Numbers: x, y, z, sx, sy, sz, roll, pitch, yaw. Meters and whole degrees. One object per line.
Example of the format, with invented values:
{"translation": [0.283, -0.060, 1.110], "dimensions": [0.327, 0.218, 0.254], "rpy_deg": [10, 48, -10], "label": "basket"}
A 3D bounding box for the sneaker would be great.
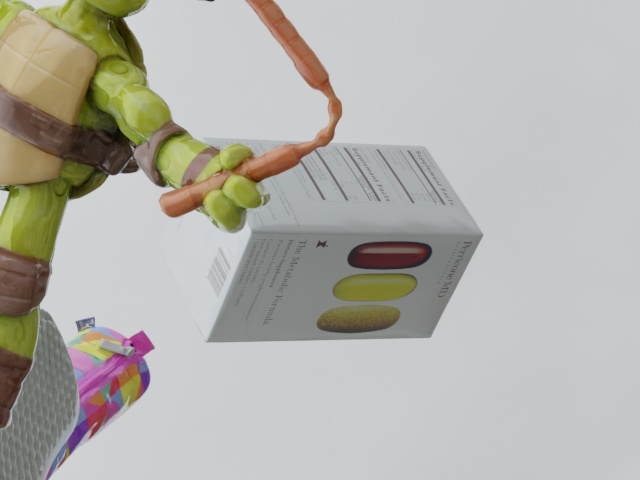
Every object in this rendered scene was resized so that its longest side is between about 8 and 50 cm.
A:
{"translation": [-0.244, 0.127, 1.182], "dimensions": [0.127, 0.126, 0.321], "rpy_deg": [-15, 6, 6], "label": "sneaker"}

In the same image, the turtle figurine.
{"translation": [-0.129, -0.050, 0.772], "dimensions": [0.217, 0.269, 0.087], "rpy_deg": [-60, -18, 10], "label": "turtle figurine"}

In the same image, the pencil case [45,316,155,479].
{"translation": [-0.248, 0.157, 1.813], "dimensions": [0.104, 0.104, 0.236], "rpy_deg": [-66, -10, 27], "label": "pencil case"}

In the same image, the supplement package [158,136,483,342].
{"translation": [0.000, 0.000, 1.739], "dimensions": [0.244, 0.134, 0.139], "rpy_deg": [0, -49, -30], "label": "supplement package"}
